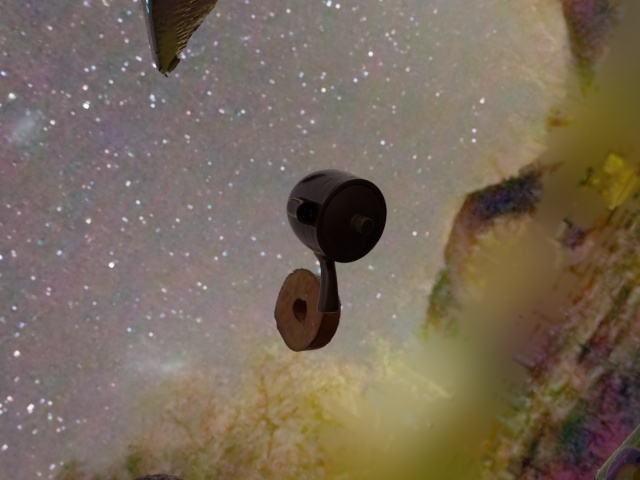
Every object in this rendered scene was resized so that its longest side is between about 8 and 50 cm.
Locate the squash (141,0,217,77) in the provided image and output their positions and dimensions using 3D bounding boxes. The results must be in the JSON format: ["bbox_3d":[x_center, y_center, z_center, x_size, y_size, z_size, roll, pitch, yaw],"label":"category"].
[{"bbox_3d":[-0.158,-0.321,0.870,0.169,0.093,0.252,-35,-3,-13],"label":"squash"}]

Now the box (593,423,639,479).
[{"bbox_3d":[0.416,0.206,0.732,0.097,0.134,0.346,-5,-44,-21],"label":"box"}]

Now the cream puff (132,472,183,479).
[{"bbox_3d":[-0.200,0.324,0.766,0.149,0.084,0.149,-45,25,27],"label":"cream puff"}]

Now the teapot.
[{"bbox_3d":[0.000,0.000,0.541,0.084,0.080,0.111,3,-76,-36],"label":"teapot"}]

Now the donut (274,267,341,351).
[{"bbox_3d":[-0.020,0.125,1.249,0.058,0.152,0.152,14,-70,-34],"label":"donut"}]
